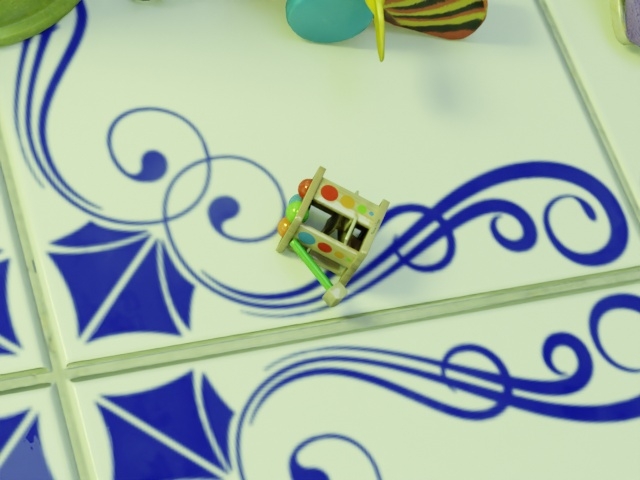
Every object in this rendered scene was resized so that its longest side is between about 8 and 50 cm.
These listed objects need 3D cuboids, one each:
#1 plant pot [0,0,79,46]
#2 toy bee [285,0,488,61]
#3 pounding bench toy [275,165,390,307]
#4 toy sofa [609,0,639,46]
[{"bbox_3d":[-0.263,-0.312,0.951,0.276,0.254,0.276,9,59,-16],"label":"plant pot"},{"bbox_3d":[0.012,-0.225,1.063,0.298,0.162,0.195,-17,70,-28],"label":"toy bee"},{"bbox_3d":[0.000,0.000,0.992,0.065,0.052,0.083,27,56,-4],"label":"pounding bench toy"},{"bbox_3d":[0.314,-0.351,1.174,0.177,0.150,0.363,-23,96,-29],"label":"toy sofa"}]
